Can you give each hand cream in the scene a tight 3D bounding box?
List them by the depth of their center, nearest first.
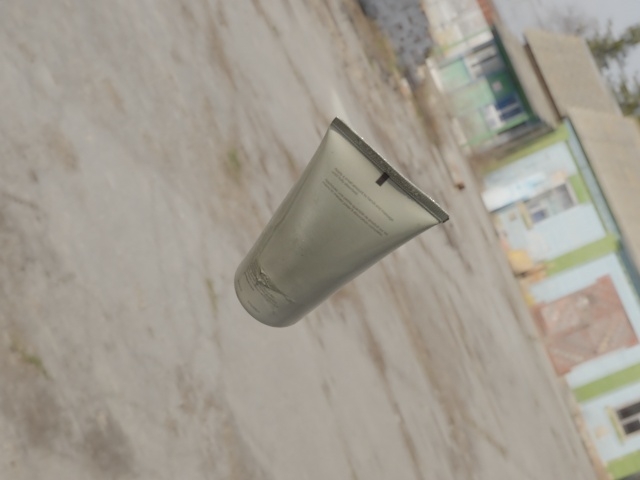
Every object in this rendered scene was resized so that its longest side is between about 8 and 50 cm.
[{"bbox_3d":[0.000,0.000,0.763,0.087,0.186,0.054,42,50,-3],"label":"hand cream"}]
